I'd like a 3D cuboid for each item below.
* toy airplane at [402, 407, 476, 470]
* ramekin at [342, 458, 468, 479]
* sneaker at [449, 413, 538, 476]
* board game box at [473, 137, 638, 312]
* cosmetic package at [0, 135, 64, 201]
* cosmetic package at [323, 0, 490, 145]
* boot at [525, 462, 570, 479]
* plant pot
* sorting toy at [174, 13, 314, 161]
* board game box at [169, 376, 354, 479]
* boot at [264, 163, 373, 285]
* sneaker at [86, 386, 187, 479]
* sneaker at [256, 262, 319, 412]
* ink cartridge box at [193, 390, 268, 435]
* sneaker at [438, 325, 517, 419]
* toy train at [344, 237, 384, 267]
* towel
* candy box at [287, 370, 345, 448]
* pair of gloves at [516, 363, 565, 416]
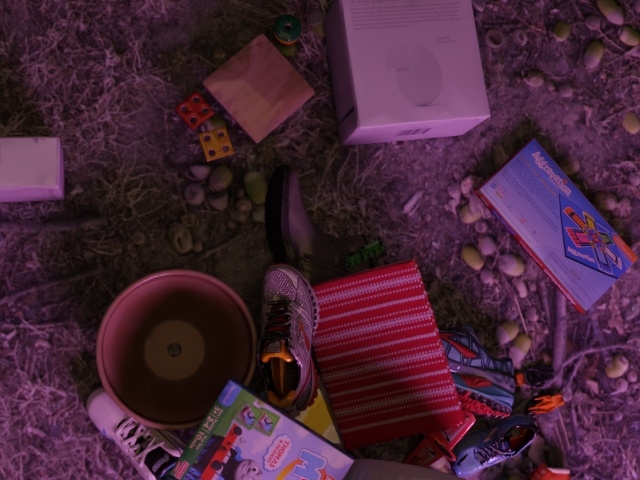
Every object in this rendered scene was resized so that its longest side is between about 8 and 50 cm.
[{"bbox_3d":[0.172,0.307,1.507,0.151,0.028,0.151,1,95,13],"label":"toy airplane"},{"bbox_3d":[0.123,0.411,1.385,0.273,0.273,0.127,16,68,-10],"label":"ramekin"},{"bbox_3d":[0.282,0.331,1.519,0.162,0.073,0.063,-28,89,-10],"label":"sneaker"},{"bbox_3d":[0.409,-0.027,1.622,0.145,0.027,0.281,-42,92,-13],"label":"board game box"},{"bbox_3d":[-0.502,-0.103,1.392,0.231,0.117,0.085,-1,83,-11],"label":"cosmetic package"},{"bbox_3d":[0.137,-0.286,1.543,0.224,0.138,0.224,-6,85,-13],"label":"cosmetic package"},{"bbox_3d":[0.346,0.408,1.535,0.158,0.059,0.084,3,78,-20],"label":"boot"},{"bbox_3d":[-0.219,0.165,1.417,0.237,0.110,0.237,2,82,-13],"label":"plant pot"},{"bbox_3d":[-0.109,-0.239,1.530,0.274,0.046,0.132,-43,93,-15],"label":"sorting toy"},{"bbox_3d":[-0.082,0.319,1.331,0.211,0.039,0.160,32,87,2],"label":"board game box"},{"bbox_3d":[0.000,0.000,1.516,0.161,0.083,0.246,-3,84,-23],"label":"boot"},{"bbox_3d":[-0.256,0.307,1.402,0.237,0.086,0.085,45,77,-2],"label":"sneaker"},{"bbox_3d":[-0.049,0.144,1.393,0.088,0.093,0.225,-10,83,18],"label":"sneaker"},{"bbox_3d":[-0.118,0.311,1.412,0.143,0.090,0.092,-30,68,-7],"label":"ink cartridge box"},{"bbox_3d":[0.201,0.189,1.526,0.262,0.104,0.125,29,58,-9],"label":"sneaker"},{"bbox_3d":[0.071,0.019,1.499,0.083,0.017,0.023,-27,123,-34],"label":"toy train"},{"bbox_3d":[0.093,0.178,1.437,0.199,0.031,0.275,-16,96,14],"label":"towel"},{"bbox_3d":[-0.004,0.296,1.487,0.105,0.027,0.206,40,76,-4],"label":"candy box"},{"bbox_3d":[0.369,0.254,1.583,0.074,0.010,0.083,-16,83,-12],"label":"pair of gloves"}]
